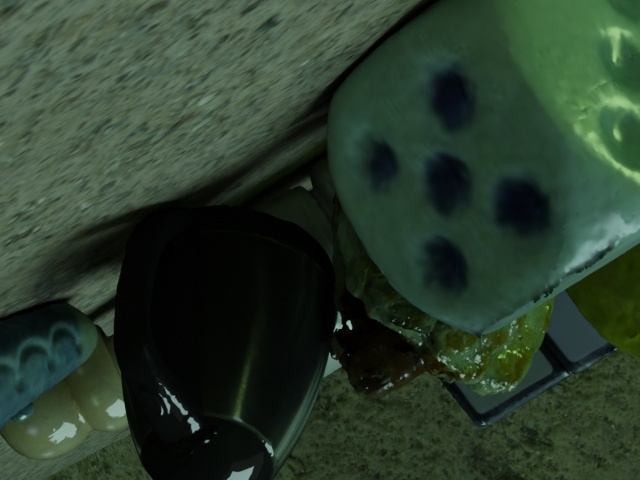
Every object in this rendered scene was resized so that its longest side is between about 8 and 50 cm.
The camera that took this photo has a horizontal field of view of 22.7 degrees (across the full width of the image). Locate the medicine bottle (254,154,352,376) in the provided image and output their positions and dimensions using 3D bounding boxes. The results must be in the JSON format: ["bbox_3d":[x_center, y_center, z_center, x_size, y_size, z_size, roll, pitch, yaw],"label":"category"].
[{"bbox_3d":[0.099,-0.028,1.716,0.371,0.211,0.211,-33,174,-3],"label":"medicine bottle"}]

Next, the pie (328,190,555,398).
[{"bbox_3d":[0.122,0.023,1.545,0.274,0.257,0.105,3,167,-36],"label":"pie"}]

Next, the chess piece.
[{"bbox_3d":[-0.228,0.142,1.802,0.299,0.167,0.167,-26,174,-3],"label":"chess piece"}]

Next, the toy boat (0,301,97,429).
[{"bbox_3d":[-0.345,0.178,1.524,0.215,0.123,0.330,-35,175,32],"label":"toy boat"}]

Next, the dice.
[{"bbox_3d":[0.188,-0.092,1.424,0.268,0.262,0.264,-25,171,-42],"label":"dice"}]

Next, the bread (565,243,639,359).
[{"bbox_3d":[0.450,-0.039,1.786,0.348,0.348,0.308,-30,165,-20],"label":"bread"}]

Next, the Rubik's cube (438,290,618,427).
[{"bbox_3d":[0.268,0.005,2.134,0.313,0.316,0.318,-36,-172,25],"label":"Rubik's cube"}]

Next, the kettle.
[{"bbox_3d":[-0.089,0.114,1.455,0.271,0.207,0.251,-85,-174,-46],"label":"kettle"}]
